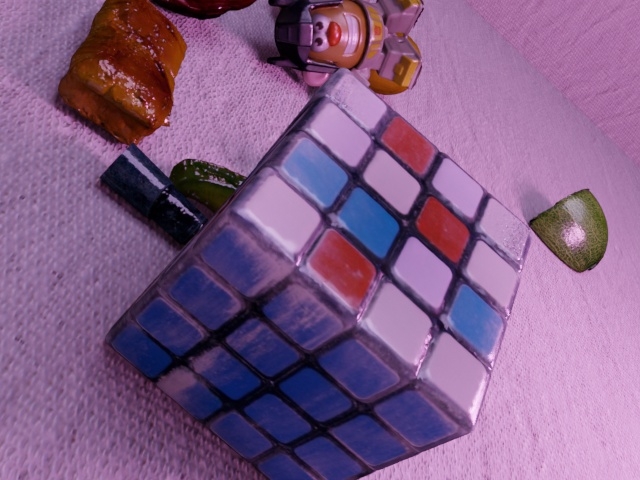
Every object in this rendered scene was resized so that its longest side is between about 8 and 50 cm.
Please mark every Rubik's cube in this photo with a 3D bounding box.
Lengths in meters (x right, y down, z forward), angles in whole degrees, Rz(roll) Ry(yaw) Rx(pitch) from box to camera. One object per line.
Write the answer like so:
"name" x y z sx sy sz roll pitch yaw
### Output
"Rubik's cube" 0.004 0.046 0.696 0.256 0.259 0.253 42 45 -8

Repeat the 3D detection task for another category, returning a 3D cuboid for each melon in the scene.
"melon" 0.632 -0.022 1.776 0.265 0.129 0.169 -7 62 -56

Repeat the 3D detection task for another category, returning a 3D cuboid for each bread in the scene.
"bread" -0.237 -0.227 0.943 0.139 0.077 0.271 36 28 -24

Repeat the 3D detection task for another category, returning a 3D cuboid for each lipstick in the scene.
"lipstick" -0.142 -0.009 0.837 0.234 0.053 0.053 44 29 -14

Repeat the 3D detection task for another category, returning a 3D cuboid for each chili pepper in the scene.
"chili pepper" -0.089 -0.041 0.907 0.204 0.073 0.072 28 40 -27

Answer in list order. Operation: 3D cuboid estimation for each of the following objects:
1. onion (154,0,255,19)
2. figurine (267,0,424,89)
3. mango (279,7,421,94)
"onion" -0.195 -0.479 1.176 0.281 0.280 0.221 -98 178 -46
"figurine" 0.039 -0.366 1.330 0.308 0.143 0.309 4 78 -19
"mango" 0.068 -0.404 1.503 0.331 0.142 0.195 19 37 -28
